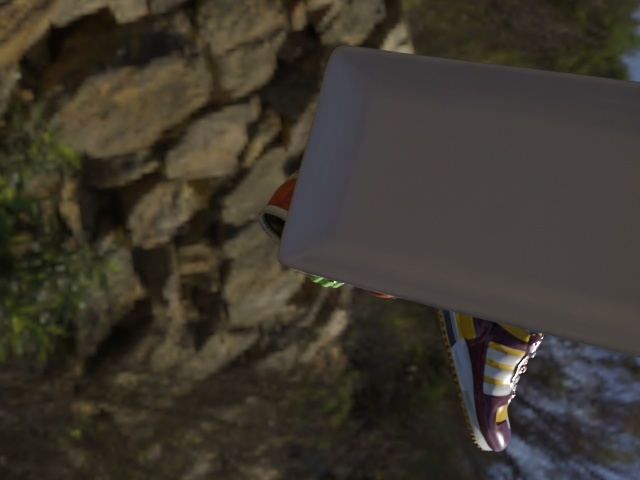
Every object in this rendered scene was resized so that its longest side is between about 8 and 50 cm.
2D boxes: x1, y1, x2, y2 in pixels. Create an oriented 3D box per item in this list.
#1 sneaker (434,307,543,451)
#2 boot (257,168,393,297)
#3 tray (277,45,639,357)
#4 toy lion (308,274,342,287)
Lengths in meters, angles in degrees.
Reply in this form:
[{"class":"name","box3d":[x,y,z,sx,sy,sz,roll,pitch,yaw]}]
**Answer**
[{"class":"sneaker","box3d":[0.147,0.096,1.160,0.070,0.083,0.185,-98,171,-54]},{"class":"boot","box3d":[0.011,0.008,1.346,0.059,0.158,0.084,-53,173,38]},{"class":"tray","box3d":[0.102,-0.027,0.818,0.030,0.270,0.145,17,87,-54]},{"class":"toy lion","box3d":[0.000,0.000,1.566,0.034,0.100,0.096,-33,-150,47]}]
